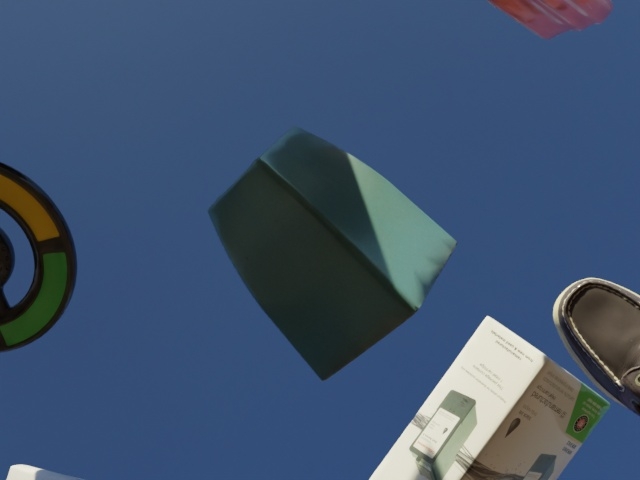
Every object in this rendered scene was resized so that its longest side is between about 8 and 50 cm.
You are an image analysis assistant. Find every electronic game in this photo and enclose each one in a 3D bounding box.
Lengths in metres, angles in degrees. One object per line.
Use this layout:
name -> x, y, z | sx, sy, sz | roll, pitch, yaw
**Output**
electronic game -> -0.375, 0.018, 1.090 | 0.229, 0.048, 0.229 | 1, -68, 3

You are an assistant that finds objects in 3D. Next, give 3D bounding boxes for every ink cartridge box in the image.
ink cartridge box -> 0.225, 0.277, 1.357 | 0.211, 0.121, 0.289 | 34, -88, -45

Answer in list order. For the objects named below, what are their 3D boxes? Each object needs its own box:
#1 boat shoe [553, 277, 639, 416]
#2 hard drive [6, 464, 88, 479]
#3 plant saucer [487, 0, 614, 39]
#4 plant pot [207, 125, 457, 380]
boat shoe -> 0.332, 0.136, 0.915 | 0.103, 0.092, 0.285 | -40, -107, -6
hard drive -> -0.208, 0.323, 1.194 | 0.233, 0.353, 0.047 | 24, -109, -29
plant saucer -> 0.197, -0.347, 1.229 | 0.332, 0.332, 0.084 | 32, -72, -14
plant pot -> 0.000, 0.000, 1.160 | 0.234, 0.166, 0.165 | 45, -54, -5
